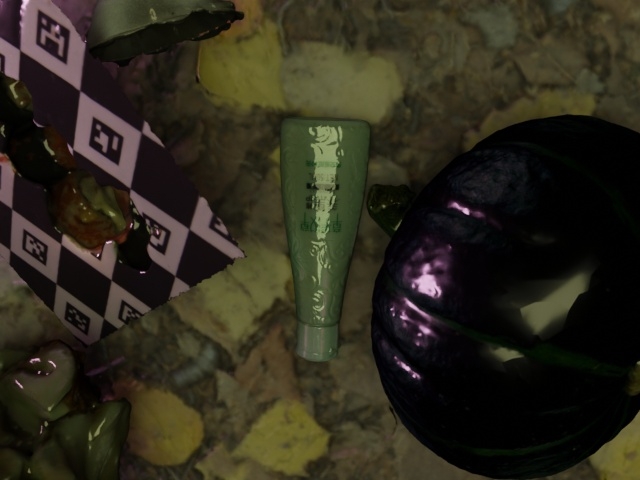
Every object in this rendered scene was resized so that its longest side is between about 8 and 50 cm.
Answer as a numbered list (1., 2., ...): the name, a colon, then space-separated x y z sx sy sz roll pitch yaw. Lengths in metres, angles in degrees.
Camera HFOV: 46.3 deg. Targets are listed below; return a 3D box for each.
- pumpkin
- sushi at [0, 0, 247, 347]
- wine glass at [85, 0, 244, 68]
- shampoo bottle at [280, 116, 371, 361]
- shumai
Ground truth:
1. pumpkin: 0.127 0.023 0.518 0.248 0.248 0.248 0 103 2
2. sushi: -0.199 -0.074 0.547 0.264 0.050 0.290 -28 104 43
3. wine glass: -0.138 -0.222 0.512 0.122 0.122 0.183 -18 98 6
4. shampoo bottle: 0.000 0.000 0.590 0.069 0.041 0.191 2 103 -3
5. shumai: -0.246 0.192 0.573 0.256 0.189 0.218 38 58 12
